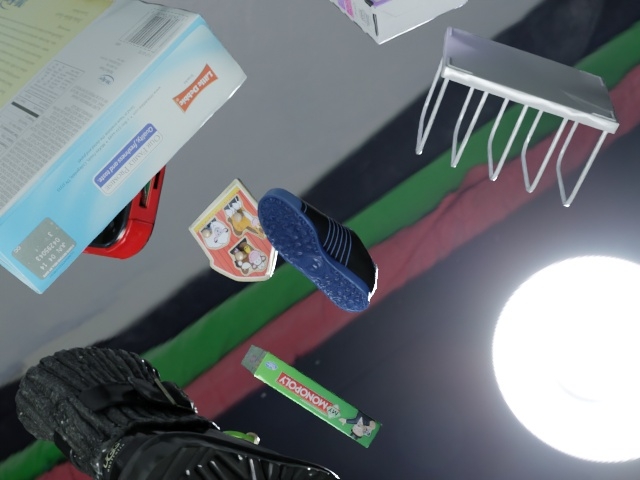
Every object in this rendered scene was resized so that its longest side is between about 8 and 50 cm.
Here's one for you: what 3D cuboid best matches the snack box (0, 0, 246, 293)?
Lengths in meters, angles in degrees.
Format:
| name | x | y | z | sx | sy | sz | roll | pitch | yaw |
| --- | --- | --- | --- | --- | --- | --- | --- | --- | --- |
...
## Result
| name | x | y | z | sx | sy | sz | roll | pitch | yaw |
| --- | --- | --- | --- | --- | --- | --- | --- | --- | --- |
| snack box | -0.213 | -0.099 | 0.615 | 0.187 | 0.060 | 0.322 | -49 | -139 | -13 |

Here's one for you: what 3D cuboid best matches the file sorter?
| name | x | y | z | sx | sy | sz | roll | pitch | yaw |
| --- | --- | --- | --- | --- | --- | --- | --- | --- | --- |
| file sorter | 0.308 | -0.201 | 1.384 | 0.193 | 0.278 | 0.173 | -74 | -177 | -57 |

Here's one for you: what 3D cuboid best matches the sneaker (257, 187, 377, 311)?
| name | x | y | z | sx | sy | sz | roll | pitch | yaw |
| --- | --- | --- | --- | --- | --- | --- | --- | --- | --- |
| sneaker | 0.000 | 0.000 | 1.230 | 0.081 | 0.232 | 0.090 | -24 | -152 | 33 |

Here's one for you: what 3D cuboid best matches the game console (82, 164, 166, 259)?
| name | x | y | z | sx | sy | sz | roll | pitch | yaw |
| --- | --- | --- | --- | --- | --- | --- | --- | --- | --- |
| game console | -0.391 | -0.169 | 1.493 | 0.342 | 0.060 | 0.386 | 6 | -97 | 42 |

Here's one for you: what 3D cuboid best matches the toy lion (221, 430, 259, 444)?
| name | x | y | z | sx | sy | sz | roll | pitch | yaw |
| --- | --- | --- | --- | --- | --- | --- | --- | --- | --- |
| toy lion | -0.145 | 0.332 | 1.270 | 0.096 | 0.100 | 0.034 | 9 | -166 | 10 |

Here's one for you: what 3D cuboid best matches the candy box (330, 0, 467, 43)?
| name | x | y | z | sx | sy | sz | roll | pitch | yaw |
| --- | --- | --- | --- | --- | --- | --- | --- | --- | --- |
| candy box | 0.108 | -0.413 | 1.340 | 0.165 | 0.070 | 0.196 | -28 | -132 | -12 |

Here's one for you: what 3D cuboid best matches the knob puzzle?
| name | x | y | z | sx | sy | sz | roll | pitch | yaw |
| --- | --- | --- | --- | --- | --- | --- | --- | --- | --- |
| knob puzzle | -0.167 | 0.002 | 1.712 | 0.213 | 0.213 | 0.030 | -21 | -178 | 30 |

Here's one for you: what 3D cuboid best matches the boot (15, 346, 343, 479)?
| name | x | y | z | sx | sy | sz | roll | pitch | yaw |
| --- | --- | --- | --- | --- | --- | --- | --- | --- | --- |
| boot | -0.132 | 0.237 | 0.905 | 0.260 | 0.348 | 0.131 | 19 | -106 | 47 |

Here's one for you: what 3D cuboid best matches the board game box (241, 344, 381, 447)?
| name | x | y | z | sx | sy | sz | roll | pitch | yaw |
| --- | --- | --- | --- | --- | --- | --- | --- | --- | --- |
| board game box | -0.028 | 0.258 | 1.453 | 0.046 | 0.213 | 0.317 | -58 | -175 | -9 |
